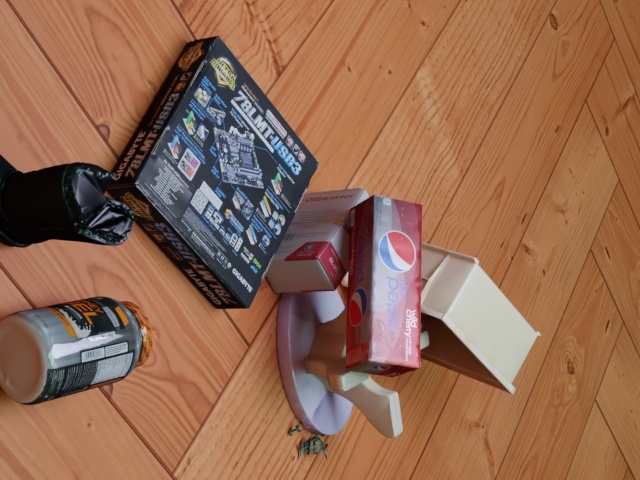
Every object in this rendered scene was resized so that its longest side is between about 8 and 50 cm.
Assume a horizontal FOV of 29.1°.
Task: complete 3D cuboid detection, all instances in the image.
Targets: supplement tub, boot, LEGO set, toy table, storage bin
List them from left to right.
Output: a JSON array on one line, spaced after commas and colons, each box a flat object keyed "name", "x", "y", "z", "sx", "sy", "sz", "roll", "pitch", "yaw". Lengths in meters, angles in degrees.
[{"name": "boot", "x": -0.355, "y": -0.078, "z": 1.451, "sx": 0.246, "sy": 0.207, "sz": 0.094, "roll": 49, "pitch": 51, "yaw": -38}, {"name": "supplement tub", "x": -0.312, "y": 0.135, "z": 1.567, "sx": 0.190, "sy": 0.117, "sz": 0.117, "roll": -11, "pitch": 96, "yaw": -53}, {"name": "LEGO set", "x": -0.018, "y": 0.325, "z": 2.007, "sx": 0.054, "sy": 0.023, "sz": 0.083, "roll": -28, "pitch": 110, "yaw": -10}, {"name": "toy table", "x": 0.045, "y": 0.186, "z": 1.995, "sx": 0.252, "sy": 0.160, "sz": 0.274, "roll": -37, "pitch": 117, "yaw": -47}, {"name": "storage bin", "x": 0.205, "y": 0.119, "z": 2.136, "sx": 0.262, "sy": 0.260, "sz": 0.123, "roll": 44, "pitch": 71, "yaw": -41}]

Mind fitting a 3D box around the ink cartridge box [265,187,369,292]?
[{"name": "ink cartridge box", "x": 0.000, "y": 0.000, "z": 1.974, "sx": 0.175, "sy": 0.127, "sz": 0.072, "roll": -54, "pitch": 127, "yaw": -39}]

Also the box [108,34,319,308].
[{"name": "box", "x": -0.150, "y": -0.098, "z": 1.832, "sx": 0.295, "sy": 0.073, "sz": 0.293, "roll": 50, "pitch": 50, "yaw": -37}]

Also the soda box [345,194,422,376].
[{"name": "soda box", "x": 0.097, "y": 0.070, "z": 1.879, "sx": 0.092, "sy": 0.083, "sz": 0.263, "roll": 11, "pitch": 70, "yaw": -25}]
